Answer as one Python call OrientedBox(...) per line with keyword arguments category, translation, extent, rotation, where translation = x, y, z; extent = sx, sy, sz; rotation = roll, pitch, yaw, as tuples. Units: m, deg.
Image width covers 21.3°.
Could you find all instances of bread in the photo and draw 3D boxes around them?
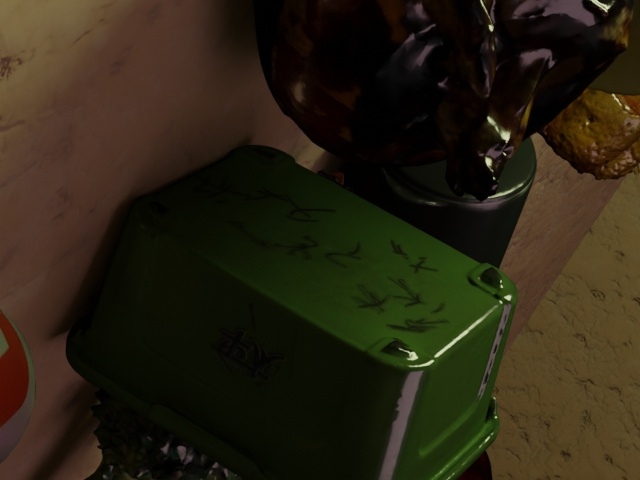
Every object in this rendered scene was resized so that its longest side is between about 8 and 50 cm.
OrientedBox(category="bread", translation=(0.301, -0.172, 1.943), extent=(0.135, 0.232, 0.247), rotation=(-45, 175, 14))

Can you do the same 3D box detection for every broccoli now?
OrientedBox(category="broccoli", translation=(-0.171, 0.252, 1.616), extent=(0.275, 0.198, 0.177), rotation=(-49, -148, 19))

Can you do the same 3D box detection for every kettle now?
OrientedBox(category="kettle", translation=(0.126, -0.007, 1.804), extent=(0.262, 0.203, 0.308), rotation=(-10, 142, -27))

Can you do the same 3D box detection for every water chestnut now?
OrientedBox(category="water chestnut", translation=(0.097, -0.158, 1.252), extent=(0.300, 0.300, 0.300), rotation=(-47, 165, -17))

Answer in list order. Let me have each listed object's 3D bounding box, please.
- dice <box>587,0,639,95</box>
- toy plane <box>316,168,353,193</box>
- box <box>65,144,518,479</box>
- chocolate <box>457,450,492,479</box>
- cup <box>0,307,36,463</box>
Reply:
OrientedBox(category="dice", translation=(0.258, -0.284, 1.433), extent=(0.238, 0.227, 0.233), rotation=(107, 9, -50))
OrientedBox(category="toy plane", translation=(-0.002, -0.002, 1.567), extent=(0.130, 0.061, 0.189), rotation=(-50, -150, -4))
OrientedBox(category="box", translation=(-0.010, 0.068, 1.399), extent=(0.253, 0.329, 0.177), rotation=(-32, 147, -54))
OrientedBox(category="chocolate", translation=(0.052, 0.321, 2.152), extent=(0.383, 0.331, 0.383), rotation=(-51, 168, -15))
OrientedBox(category="cup", translation=(-0.256, 0.071, 0.952), extent=(0.203, 0.203, 0.288), rotation=(-50, 172, -5))
